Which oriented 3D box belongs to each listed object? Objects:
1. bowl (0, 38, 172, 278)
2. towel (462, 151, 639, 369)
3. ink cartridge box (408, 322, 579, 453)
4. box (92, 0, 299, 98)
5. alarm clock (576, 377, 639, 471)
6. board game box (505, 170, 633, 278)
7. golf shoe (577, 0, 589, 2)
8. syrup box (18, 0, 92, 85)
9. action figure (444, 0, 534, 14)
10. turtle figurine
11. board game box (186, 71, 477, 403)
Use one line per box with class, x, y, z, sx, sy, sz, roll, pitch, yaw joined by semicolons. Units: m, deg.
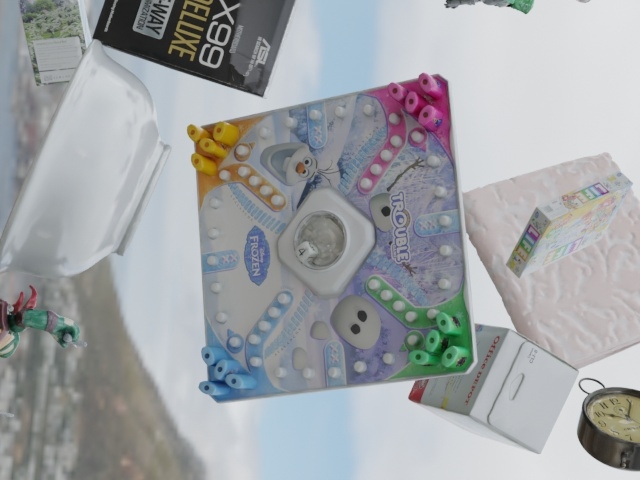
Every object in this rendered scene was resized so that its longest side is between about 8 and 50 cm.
bowl;-0.260;-0.071;1.658;0.298;0.134;0.298;-155;-90;-82
towel;0.411;0.032;2.309;0.332;0.316;0.053;64;-26;20
ink cartridge box;0.227;0.191;1.903;0.128;0.127;0.176;-63;-159;-9
box;-0.139;-0.370;1.913;0.076;0.242;0.308;-65;175;-88
alarm clock;0.404;0.246;1.942;0.192;0.129;0.064;-120;-148;-51
board game box;0.301;-0.020;1.735;0.026;0.154;0.103;48;-39;25
golf shoe;0.324;-0.390;1.817;0.086;0.067;0.186;45;49;-59
syrup box;-0.418;-0.367;2.238;0.096;0.093;0.237;-100;-175;-51
action figure;0.206;-0.383;2.119;0.137;0.232;0.063;-76;-176;-57
turtle figurine;-0.374;0.116;1.603;0.118;0.175;0.234;50;2;18
board game box;0.000;0.000;1.882;0.050;0.389;0.390;17;66;-61
